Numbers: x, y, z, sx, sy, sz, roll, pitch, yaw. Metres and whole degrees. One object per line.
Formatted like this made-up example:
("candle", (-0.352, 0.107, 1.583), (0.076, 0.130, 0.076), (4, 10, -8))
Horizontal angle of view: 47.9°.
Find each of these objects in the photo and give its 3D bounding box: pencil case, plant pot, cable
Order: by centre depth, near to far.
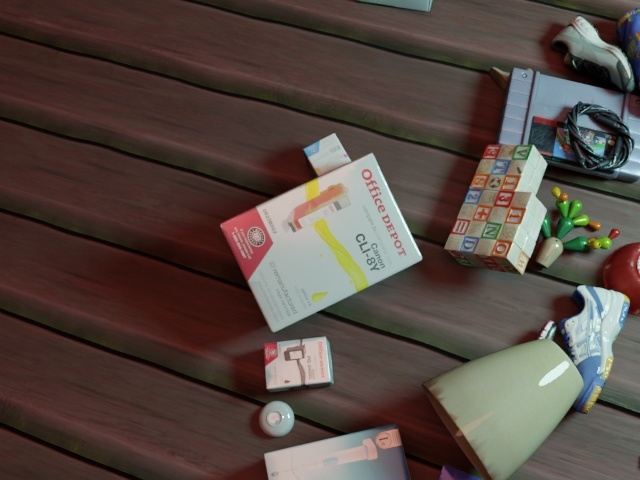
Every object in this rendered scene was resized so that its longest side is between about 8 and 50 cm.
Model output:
("plant pot", (0.398, 0.333, 1.504), (0.274, 0.256, 0.256), (-33, 71, -4))
("cable", (0.666, -0.257, 1.723), (0.151, 0.047, 0.184), (-14, 73, -6))
("pencil case", (0.828, -0.445, 1.774), (0.120, 0.133, 0.306), (-8, 58, 4))

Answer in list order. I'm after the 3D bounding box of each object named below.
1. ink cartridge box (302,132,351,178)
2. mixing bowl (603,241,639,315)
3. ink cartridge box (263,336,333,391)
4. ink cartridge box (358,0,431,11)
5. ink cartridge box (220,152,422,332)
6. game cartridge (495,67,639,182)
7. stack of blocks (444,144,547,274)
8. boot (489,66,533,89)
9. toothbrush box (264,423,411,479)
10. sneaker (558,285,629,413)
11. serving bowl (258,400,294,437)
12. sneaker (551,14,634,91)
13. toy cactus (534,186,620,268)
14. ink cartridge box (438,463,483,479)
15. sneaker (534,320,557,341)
("ink cartridge box", (0.031, -0.176, 1.812), (0.092, 0.090, 0.143), (-27, 71, -3))
("mixing bowl", (0.753, 0.074, 1.646), (0.182, 0.098, 0.181), (-2, 71, 5))
("ink cartridge box", (-0.051, 0.287, 1.673), (0.151, 0.063, 0.109), (-8, 70, 4))
("ink cartridge box", (0.228, -0.799, 1.991), (0.211, 0.121, 0.289), (10, 72, 9))
("ink cartridge box", (0.000, 0.000, 1.672), (0.385, 0.160, 0.279), (-26, 93, -4))
("game cartridge", (0.627, -0.285, 1.785), (0.355, 0.068, 0.230), (14, 69, 3))
("stack of blocks", (0.432, -0.079, 1.696), (0.171, 0.087, 0.297), (8, 68, 45))
("boot", (0.510, -0.424, 1.877), (0.087, 0.042, 0.118), (-31, 74, -10))
("toothbrush box", (0.047, 0.534, 1.544), (0.296, 0.126, 0.216), (-14, 71, 0))
("sneaker", (0.586, 0.238, 1.609), (0.131, 0.111, 0.296), (19, 64, 16))
("serving bowl", (-0.103, 0.409, 1.655), (0.084, 0.027, 0.083), (-2, 72, 5))
("sneaker", (0.695, -0.455, 1.831), (0.108, 0.100, 0.271), (-36, 53, 7))
("toy cactus", (0.574, -0.016, 1.704), (0.219, 0.112, 0.180), (32, 87, 7))
("ink cartridge box", (0.347, 0.670, 1.498), (0.304, 0.072, 0.307), (20, 76, 12))
("sneaker", (0.513, 0.268, 1.623), (0.075, 0.063, 0.170), (17, 78, 12))
